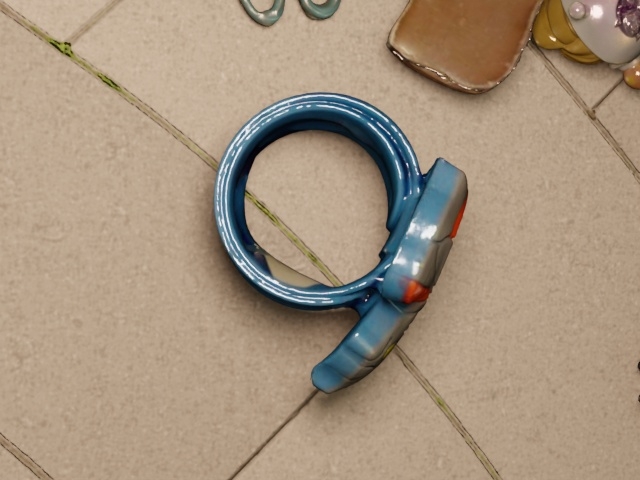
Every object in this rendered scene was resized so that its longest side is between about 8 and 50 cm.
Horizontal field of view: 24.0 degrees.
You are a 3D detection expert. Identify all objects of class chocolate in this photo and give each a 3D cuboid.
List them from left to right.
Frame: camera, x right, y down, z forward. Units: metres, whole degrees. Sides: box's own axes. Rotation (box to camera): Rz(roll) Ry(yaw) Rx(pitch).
[{"bbox_3d":[0.191,-0.294,1.845,0.161,0.083,0.261,29,76,2],"label":"chocolate"}]

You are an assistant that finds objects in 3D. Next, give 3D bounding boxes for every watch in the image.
[{"bbox_3d":[0.000,0.000,1.714,0.274,0.241,0.305,27,81,0],"label":"watch"}]

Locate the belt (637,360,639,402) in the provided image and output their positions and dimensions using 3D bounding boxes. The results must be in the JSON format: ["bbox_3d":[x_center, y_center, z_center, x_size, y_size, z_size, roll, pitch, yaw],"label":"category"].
[{"bbox_3d":[0.500,0.197,1.914,0.218,0.122,0.128,36,79,-8],"label":"belt"}]

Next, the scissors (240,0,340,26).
[{"bbox_3d":[-0.048,-0.401,1.787,0.138,0.041,0.289,-9,95,-21],"label":"scissors"}]

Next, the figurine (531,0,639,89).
[{"bbox_3d":[0.401,-0.289,1.895,0.274,0.133,0.194,3,73,-22],"label":"figurine"}]
